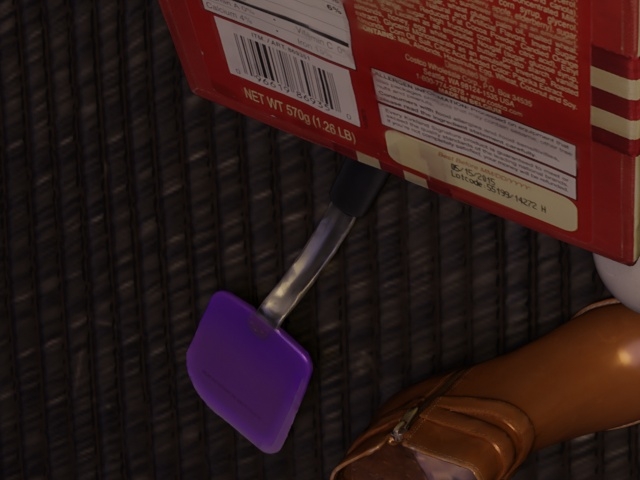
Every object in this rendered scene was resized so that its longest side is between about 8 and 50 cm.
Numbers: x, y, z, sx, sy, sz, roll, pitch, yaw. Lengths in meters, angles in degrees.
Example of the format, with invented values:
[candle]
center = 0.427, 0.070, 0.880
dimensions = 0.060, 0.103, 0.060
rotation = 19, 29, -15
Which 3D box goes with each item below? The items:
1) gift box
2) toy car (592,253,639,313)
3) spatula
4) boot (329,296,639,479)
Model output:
[gift box]
center = 0.074, -0.173, 0.672
dimensions = 0.255, 0.258, 0.276
rotation = 26, 157, 18
[toy car]
center = 0.206, -0.047, 0.825
dimensions = 0.136, 0.159, 0.182
rotation = 52, 131, 50
[spatula]
center = 0.000, 0.000, 0.982
dimensions = 0.084, 0.030, 0.296
rotation = 37, 116, 15
[boot]
center = 0.109, 0.095, 0.884
dimensions = 0.197, 0.152, 0.073
rotation = -23, 92, 28
